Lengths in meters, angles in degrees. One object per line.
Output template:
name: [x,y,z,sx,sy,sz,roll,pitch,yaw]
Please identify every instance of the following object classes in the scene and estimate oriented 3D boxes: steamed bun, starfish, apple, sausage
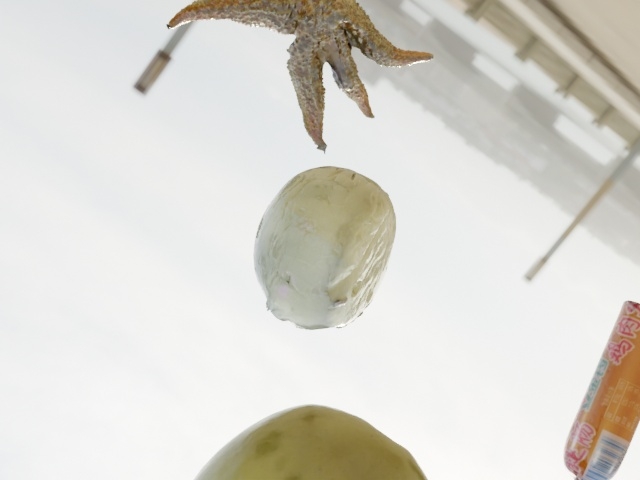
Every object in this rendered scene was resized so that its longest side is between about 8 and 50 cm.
steamed bun: [0.000,0.000,0.793,0.090,0.113,0.130,21,-152,17]
starfish: [-0.006,-0.265,1.486,0.293,0.301,0.084,53,-173,-25]
apple: [-0.013,0.293,1.026,0.262,0.262,0.262,36,-168,-9]
sausage: [0.342,0.189,1.257,0.071,0.234,0.071,24,172,4]
